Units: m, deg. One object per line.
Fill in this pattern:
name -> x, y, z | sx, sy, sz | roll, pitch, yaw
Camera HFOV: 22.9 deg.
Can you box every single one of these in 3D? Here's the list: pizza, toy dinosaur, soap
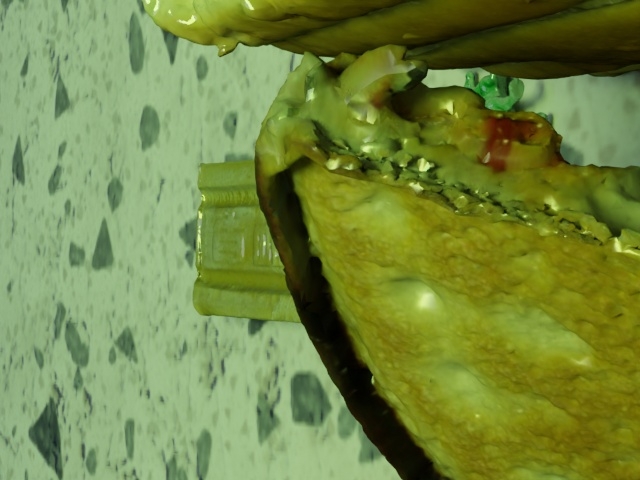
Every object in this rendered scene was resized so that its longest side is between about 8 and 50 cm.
pizza -> 0.097, 0.015, 0.547 | 0.287, 0.251, 0.074 | -33, 23, 46
toy dinosaur -> 0.082, -0.053, 0.748 | 0.062, 0.021, 0.083 | 158, 116, -63
soap -> -0.001, 0.000, 0.860 | 0.252, 0.037, 0.092 | 0, 86, 58

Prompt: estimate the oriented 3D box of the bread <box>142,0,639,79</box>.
bread -> 0.090, -0.122, 0.540 | 0.246, 0.239, 0.111 | -3, 87, 56
